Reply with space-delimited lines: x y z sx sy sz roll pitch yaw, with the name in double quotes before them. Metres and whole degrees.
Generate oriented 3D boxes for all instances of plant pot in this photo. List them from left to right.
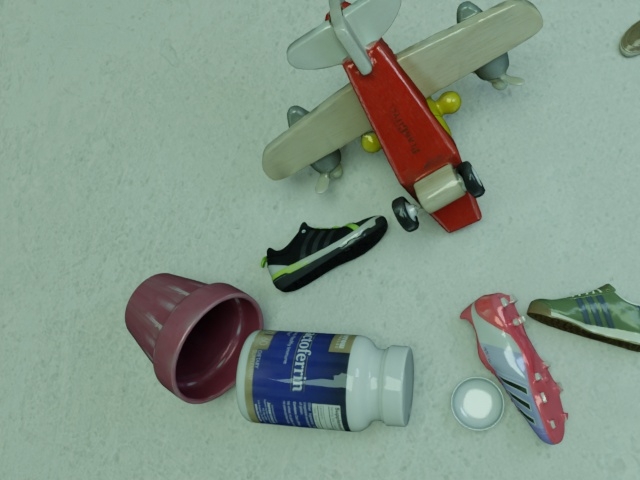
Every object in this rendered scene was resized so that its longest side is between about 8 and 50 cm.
"plant pot" -0.229 0.147 1.215 0.180 0.201 0.201 26 85 34

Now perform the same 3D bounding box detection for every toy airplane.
"toy airplane" 0.119 -0.231 1.158 0.386 0.272 0.384 15 114 4

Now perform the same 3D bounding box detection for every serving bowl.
"serving bowl" 0.251 0.260 1.136 0.083 0.027 0.083 -3 76 14

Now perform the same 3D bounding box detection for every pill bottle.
"pill bottle" 0.011 0.225 1.143 0.264 0.153 0.153 1 78 14

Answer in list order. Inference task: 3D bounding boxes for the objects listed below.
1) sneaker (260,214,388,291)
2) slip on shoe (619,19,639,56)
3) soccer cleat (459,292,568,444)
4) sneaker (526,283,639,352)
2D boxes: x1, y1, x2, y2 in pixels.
"sneaker" 0.000 0.000 1.233 0.234 0.084 0.097 -29 71 7
"slip on shoe" 0.562 -0.361 1.188 0.135 0.041 0.051 -31 72 6
"soccer cleat" 0.304 0.202 1.120 0.095 0.083 0.248 -31 74 37
"sneaker" 0.428 0.106 1.111 0.192 0.064 0.086 16 75 17
